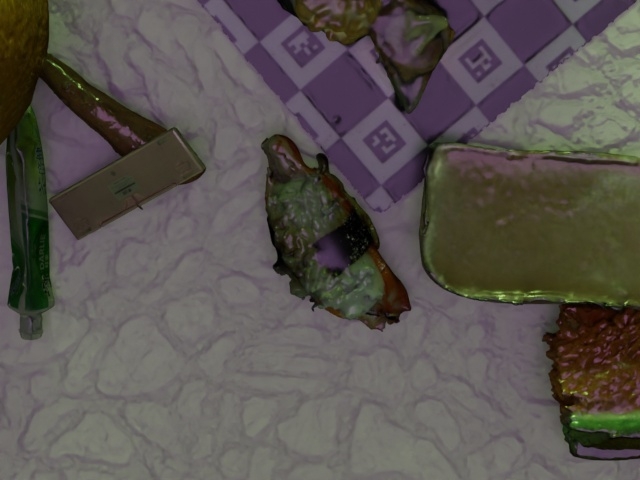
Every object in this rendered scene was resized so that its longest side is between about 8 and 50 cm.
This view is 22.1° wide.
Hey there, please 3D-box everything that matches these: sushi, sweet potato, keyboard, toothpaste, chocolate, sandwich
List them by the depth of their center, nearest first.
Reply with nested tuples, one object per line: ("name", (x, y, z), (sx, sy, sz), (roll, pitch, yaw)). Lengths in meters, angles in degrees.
("sushi", (0.086, -0.260, 1.572), (0.359, 0.064, 0.343), (-40, 99, 5))
("keyboard", (-0.187, -0.054, 1.595), (0.166, 0.017, 0.055), (-27, 107, 27))
("sweet potato", (-0.206, -0.121, 1.601), (0.214, 0.050, 0.050), (37, 98, -7))
("sushi", (-0.002, 0.002, 1.604), (0.097, 0.103, 0.226), (-28, 98, 21))
("toothpaste", (-0.287, -0.023, 1.608), (0.046, 0.078, 0.248), (0, 104, -2))
("chocolate", (0.222, -0.007, 1.612), (0.261, 0.083, 0.161), (7, 80, 0))
("sandwich", (0.319, 0.136, 1.638), (0.184, 0.109, 0.160), (-8, 81, 2))

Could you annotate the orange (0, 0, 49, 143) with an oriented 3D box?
("orange", (-0.398, -0.196, 1.426), (0.322, 0.357, 0.322), (0, 90, -9))
